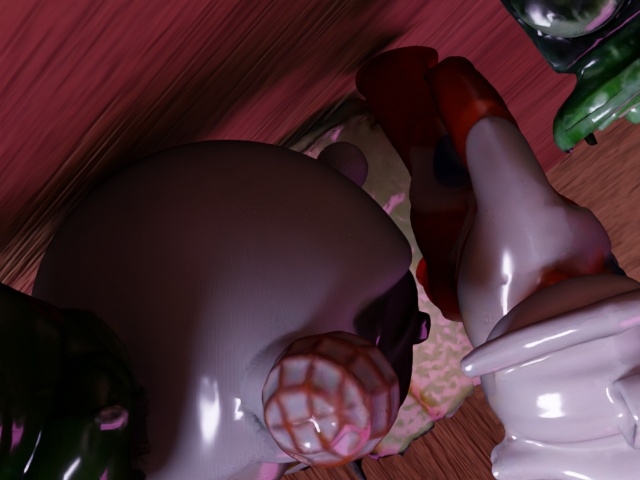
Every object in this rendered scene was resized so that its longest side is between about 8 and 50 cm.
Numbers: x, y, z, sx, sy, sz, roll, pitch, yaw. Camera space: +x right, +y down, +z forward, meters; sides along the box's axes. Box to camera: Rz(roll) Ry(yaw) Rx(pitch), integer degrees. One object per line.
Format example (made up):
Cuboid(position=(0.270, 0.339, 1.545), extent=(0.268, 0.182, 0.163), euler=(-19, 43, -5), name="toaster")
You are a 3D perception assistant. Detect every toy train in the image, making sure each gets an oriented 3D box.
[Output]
Cuboid(position=(0.156, -0.143, 0.788), extent=(0.188, 0.132, 0.243), euler=(-40, 177, 17), name="toy train")

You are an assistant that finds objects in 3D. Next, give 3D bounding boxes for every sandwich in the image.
Cuboid(position=(0.000, 0.000, 1.140), extent=(0.155, 0.227, 0.198), euler=(-39, -150, -5), name="sandwich")

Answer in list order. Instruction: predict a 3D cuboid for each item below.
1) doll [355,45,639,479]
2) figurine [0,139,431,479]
Cuboid(position=(0.090, 0.011, 0.817), extent=(0.099, 0.188, 0.384), euler=(-19, -159, -1), name="doll")
Cuboid(position=(-0.094, 0.055, 0.734), extent=(0.370, 0.167, 0.281), euler=(-20, -171, -43), name="figurine")
